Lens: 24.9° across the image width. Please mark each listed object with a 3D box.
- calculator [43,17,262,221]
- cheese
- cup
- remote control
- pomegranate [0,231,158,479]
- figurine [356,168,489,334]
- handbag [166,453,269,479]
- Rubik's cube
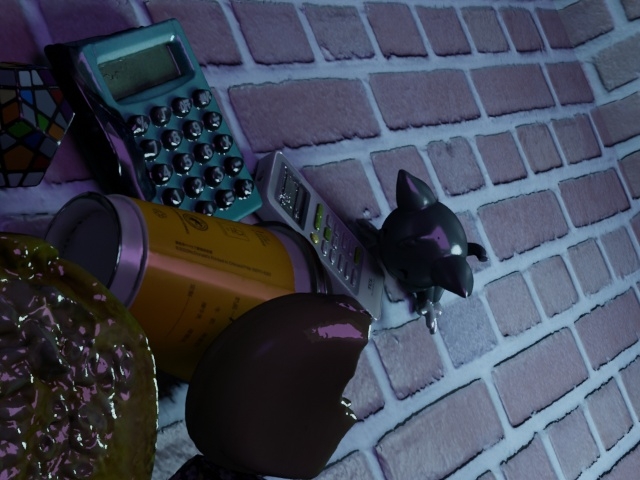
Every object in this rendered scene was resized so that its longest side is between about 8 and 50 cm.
[{"bbox_3d":[-0.174,-0.112,1.603,0.274,0.058,0.248,64,29,-5],"label":"calculator"},{"bbox_3d":[-0.031,0.134,1.364,0.175,0.202,0.091,21,19,-36],"label":"cheese"},{"bbox_3d":[-0.133,0.053,1.429,0.280,0.196,0.196,19,52,-43],"label":"cup"},{"bbox_3d":[0.000,0.000,1.843,0.250,0.034,0.103,48,32,-29],"label":"remote control"},{"bbox_3d":[-0.290,0.163,1.054,0.310,0.216,0.358,31,73,-47],"label":"pomegranate"},{"bbox_3d":[0.154,0.029,1.969,0.265,0.140,0.193,17,50,-60],"label":"figurine"},{"bbox_3d":[-0.070,0.323,1.364,0.229,0.127,0.207,32,39,-17],"label":"handbag"},{"bbox_3d":[-0.293,-0.107,1.333,0.112,0.133,0.133,71,4,-72],"label":"Rubik's cube"}]
